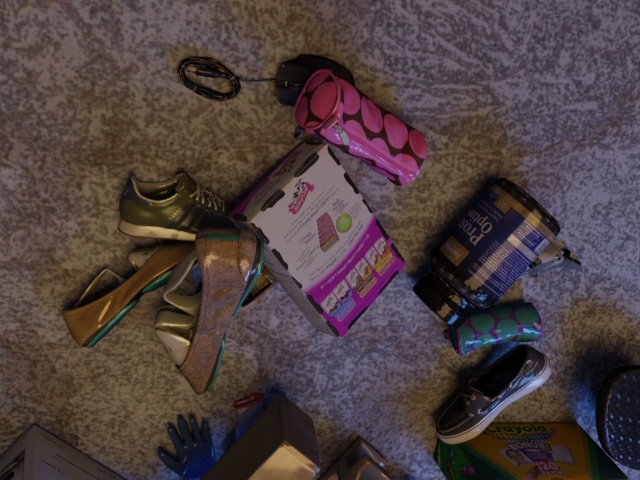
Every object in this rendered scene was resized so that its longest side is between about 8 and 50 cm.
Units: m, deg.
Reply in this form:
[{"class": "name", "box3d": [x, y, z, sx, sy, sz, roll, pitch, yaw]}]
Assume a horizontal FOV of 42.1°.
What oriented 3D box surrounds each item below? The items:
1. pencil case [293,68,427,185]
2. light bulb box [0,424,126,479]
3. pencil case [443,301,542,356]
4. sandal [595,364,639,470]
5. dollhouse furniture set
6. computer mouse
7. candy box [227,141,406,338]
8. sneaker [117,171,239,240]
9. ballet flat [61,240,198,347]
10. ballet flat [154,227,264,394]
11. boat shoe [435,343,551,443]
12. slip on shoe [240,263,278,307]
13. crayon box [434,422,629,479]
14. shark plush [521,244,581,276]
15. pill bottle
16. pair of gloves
[{"class": "pencil case", "box3d": [0.059, -0.142, 1.111, 0.209, 0.098, 0.095, 22, 110, -42]}, {"class": "light bulb box", "box3d": [-0.339, 0.515, 1.164, 0.225, 0.361, 0.358, -45, 117, 6]}, {"class": "pencil case", "box3d": [0.282, 0.144, 1.348, 0.151, 0.064, 0.070, -9, 102, -12]}, {"class": "sandal", "box3d": [0.596, 0.335, 1.501, 0.445, 0.107, 0.168, 30, 87, -38]}, {"class": "dollhouse furniture set", "box3d": [0.003, 0.471, 1.249, 0.394, 0.362, 0.256, 42, 98, -13]}, {"class": "computer mouse", "box3d": [-0.067, -0.212, 1.106, 0.242, 0.041, 0.071, 0, 114, -15]}, {"class": "candy box", "box3d": [0.000, 0.000, 1.172, 0.159, 0.071, 0.233, -46, 120, -21]}, {"class": "sneaker", "box3d": [-0.177, -0.049, 1.131, 0.192, 0.064, 0.086, 1, 116, -14]}, {"class": "ballet flat", "box3d": [-0.261, 0.055, 1.151, 0.232, 0.080, 0.073, -39, 88, 0]}, {"class": "ballet flat", "box3d": [-0.170, 0.095, 1.145, 0.106, 0.108, 0.316, 10, 129, -18]}, {"class": "boat shoe", "box3d": [0.269, 0.248, 1.364, 0.228, 0.080, 0.076, -38, 123, 20]}, {"class": "slip on shoe", "box3d": [-0.076, 0.047, 1.215, 0.135, 0.041, 0.051, -37, 117, 2]}, {"class": "crayon box", "box3d": [0.356, 0.391, 1.421, 0.278, 0.165, 0.081, 3, 112, -18]}, {"class": "shark plush", "box3d": [0.350, 0.031, 1.344, 0.161, 0.073, 0.067, -8, 137, -35]}, {"class": "pill bottle", "box3d": [0.245, 0.023, 1.252, 0.123, 0.123, 0.219, 38, 98, -26]}, {"class": "pair of gloves", "box3d": [-0.156, 0.331, 1.328, 0.198, 0.023, 0.159, -15, 114, -10]}]
